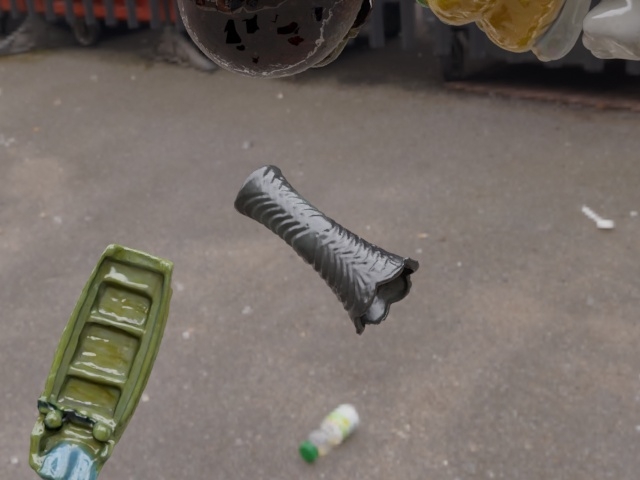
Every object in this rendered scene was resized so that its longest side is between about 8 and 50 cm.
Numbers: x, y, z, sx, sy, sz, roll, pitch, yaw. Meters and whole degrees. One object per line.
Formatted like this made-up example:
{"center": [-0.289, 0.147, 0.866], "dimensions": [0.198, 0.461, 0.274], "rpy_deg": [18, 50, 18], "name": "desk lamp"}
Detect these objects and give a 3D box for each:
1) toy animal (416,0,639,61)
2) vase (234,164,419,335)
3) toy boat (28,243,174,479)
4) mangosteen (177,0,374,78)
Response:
{"center": [0.145, -0.262, 0.668], "dimensions": [0.183, 0.247, 0.310], "rpy_deg": [11, 18, -45], "name": "toy animal"}
{"center": [0.000, 0.000, 1.228], "dimensions": [0.237, 0.115, 0.115], "rpy_deg": [41, 45, 21], "name": "vase"}
{"center": [-0.251, 0.143, 1.133], "dimensions": [0.111, 0.276, 0.084], "rpy_deg": [19, -4, -8], "name": "toy boat"}
{"center": [-0.072, -0.406, 1.547], "dimensions": [0.330, 0.330, 0.330], "rpy_deg": [-5, 24, 2], "name": "mangosteen"}
